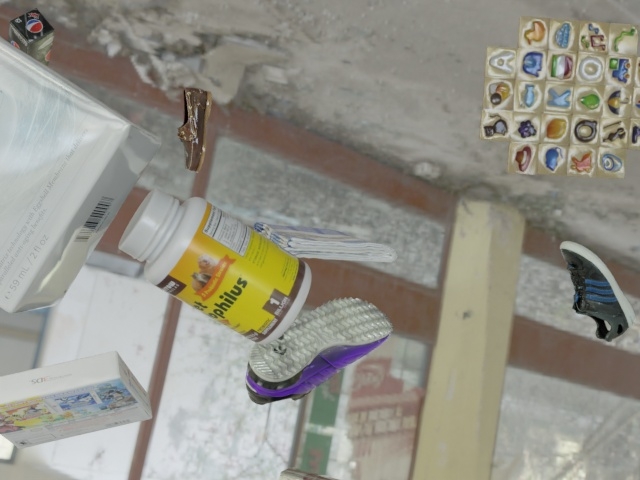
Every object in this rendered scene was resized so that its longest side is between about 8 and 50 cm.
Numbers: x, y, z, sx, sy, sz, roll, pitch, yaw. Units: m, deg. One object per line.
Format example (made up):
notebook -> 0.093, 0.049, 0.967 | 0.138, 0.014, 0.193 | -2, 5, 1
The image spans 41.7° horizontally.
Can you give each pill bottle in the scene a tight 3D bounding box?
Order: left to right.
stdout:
pill bottle -> -0.126, 0.027, 1.001 | 0.215, 0.117, 0.117 | 32, 162, -17

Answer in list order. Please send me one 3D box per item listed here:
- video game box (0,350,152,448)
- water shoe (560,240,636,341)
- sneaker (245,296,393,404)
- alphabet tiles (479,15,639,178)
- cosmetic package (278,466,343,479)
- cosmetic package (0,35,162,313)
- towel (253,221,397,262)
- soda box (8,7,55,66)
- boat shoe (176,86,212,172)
video game box -> -0.361, 0.229, 1.187 | 0.205, 0.048, 0.187 | -12, 153, -4
water shoe -> 0.474, 0.092, 1.469 | 0.203, 0.080, 0.073 | 50, 171, -11
sneaker -> -0.011, 0.200, 1.447 | 0.293, 0.102, 0.146 | -17, 142, -34
alphabet tiles -> 0.464, -0.260, 1.548 | 0.343, 0.285, 0.011 | 2, -174, -7
cosmetic package -> 0.069, 0.484, 1.421 | 0.296, 0.129, 0.153 | 12, 171, 8
cosmetic package -> -0.331, -0.079, 0.880 | 0.225, 0.224, 0.138 | 32, -179, 3
towel -> 0.000, 0.000, 1.567 | 0.209, 0.034, 0.285 | 4, -173, -17
soda box -> -0.530, -0.346, 1.528 | 0.053, 0.060, 0.169 | 51, 150, 0
boat shoe -> -0.319, -0.273, 2.068 | 0.073, 0.206, 0.073 | 5, 180, -32
